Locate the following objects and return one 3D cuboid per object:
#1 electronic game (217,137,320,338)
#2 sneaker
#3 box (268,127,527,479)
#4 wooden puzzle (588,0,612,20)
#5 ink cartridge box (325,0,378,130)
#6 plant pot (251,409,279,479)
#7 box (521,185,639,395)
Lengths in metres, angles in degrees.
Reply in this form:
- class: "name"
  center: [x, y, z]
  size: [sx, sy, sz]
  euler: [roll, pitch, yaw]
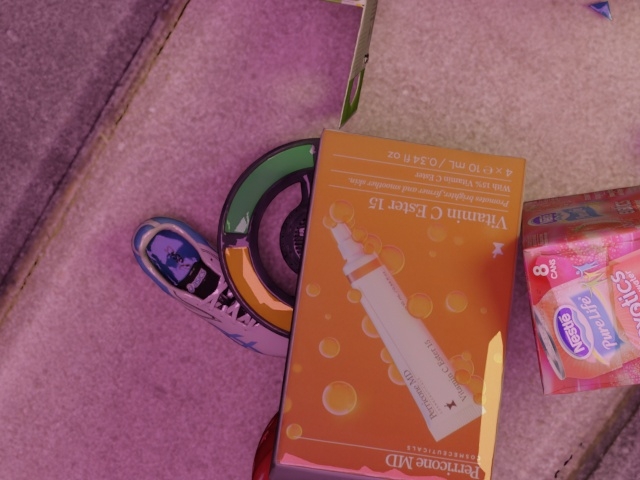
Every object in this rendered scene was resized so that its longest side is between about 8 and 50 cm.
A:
- class: "electronic game"
  center: [0.000, 0.000, 1.769]
  size: [0.229, 0.048, 0.229]
  euler: [0, 87, -4]
- class: "sneaker"
  center: [-0.115, 0.059, 1.803]
  size: [0.237, 0.086, 0.085]
  euler: [35, 101, -1]
- class: "box"
  center: [0.077, 0.084, 1.638]
  size: [0.215, 0.168, 0.345]
  euler: [8, 76, -1]
- class: "wooden puzzle"
  center: [0.310, -0.303, 1.720]
  size: [0.079, 0.014, 0.116]
  euler: [25, 101, 7]
- class: "ink cartridge box"
  center: [0.009, -0.257, 1.676]
  size: [0.097, 0.189, 0.255]
  euler: [11, 102, 4]
- class: "plant pot"
  center: [0.010, 0.273, 1.783]
  size: [0.191, 0.174, 0.191]
  euler: [1, 99, 9]
- class: "box"
  center: [0.285, 0.042, 1.638]
  size: [0.142, 0.300, 0.154]
  euler: [-8, 100, 8]
